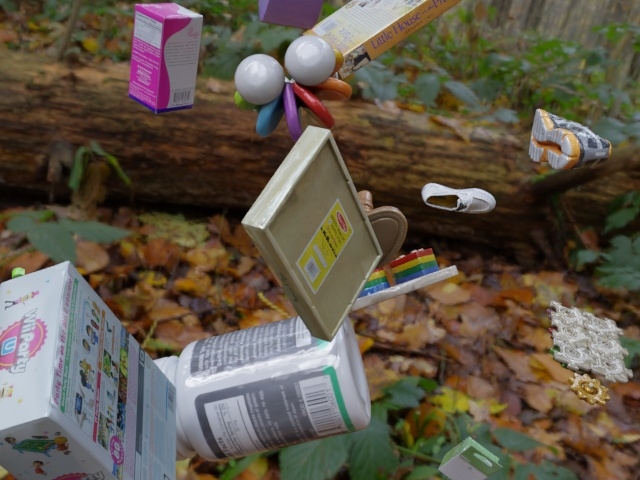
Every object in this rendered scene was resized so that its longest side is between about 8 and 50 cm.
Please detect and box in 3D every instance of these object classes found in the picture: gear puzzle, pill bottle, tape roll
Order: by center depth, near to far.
[{"bbox_3d":[-0.039,-0.493,1.227,0.090,0.275,0.275,6,15,-10],"label":"tape roll"},{"bbox_3d":[-0.112,0.246,1.229,0.361,0.204,0.204,-14,12,8],"label":"pill bottle"},{"bbox_3d":[0.576,0.254,1.613,0.175,0.044,0.339,18,29,5],"label":"gear puzzle"}]

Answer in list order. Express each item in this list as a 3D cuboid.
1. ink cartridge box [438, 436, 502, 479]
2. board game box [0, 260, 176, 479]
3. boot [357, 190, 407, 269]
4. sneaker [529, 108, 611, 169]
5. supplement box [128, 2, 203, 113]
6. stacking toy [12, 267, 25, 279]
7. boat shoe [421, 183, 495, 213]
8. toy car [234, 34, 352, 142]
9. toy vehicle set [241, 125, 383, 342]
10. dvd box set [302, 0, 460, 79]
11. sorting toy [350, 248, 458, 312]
[{"bbox_3d":[0.441,0.639,2.164,0.109,0.209,0.062,36,50,5],"label":"ink cartridge box"},{"bbox_3d":[-0.282,0.209,0.919,0.097,0.303,0.224,-18,44,5],"label":"board game box"},{"bbox_3d":[0.084,-0.023,1.439,0.109,0.283,0.220,29,43,-6],"label":"boot"},{"bbox_3d":[0.403,-0.162,1.231,0.083,0.084,0.215,0,24,-3],"label":"sneaker"},{"bbox_3d":[-0.354,-0.418,1.705,0.114,0.220,0.111,33,33,31],"label":"supplement box"},{"bbox_3d":[-0.468,0.158,1.339,0.221,0.052,0.167,51,9,-43],"label":"stacking toy"},{"bbox_3d":[0.184,-0.051,0.988,0.100,0.035,0.035,12,32,-5],"label":"boat shoe"},{"bbox_3d":[-0.039,-0.222,1.154,0.182,0.136,0.159,-20,-4,3],"label":"toy car"},{"bbox_3d":[0.000,0.000,1.011,0.035,0.166,0.267,15,-31,33],"label":"toy vehicle set"},{"bbox_3d":[0.175,-0.592,1.928,0.062,0.420,0.308,55,2,-32],"label":"dvd box set"},{"bbox_3d":[0.176,0.092,1.808,0.257,0.089,0.255,-19,-6,-4],"label":"sorting toy"}]
